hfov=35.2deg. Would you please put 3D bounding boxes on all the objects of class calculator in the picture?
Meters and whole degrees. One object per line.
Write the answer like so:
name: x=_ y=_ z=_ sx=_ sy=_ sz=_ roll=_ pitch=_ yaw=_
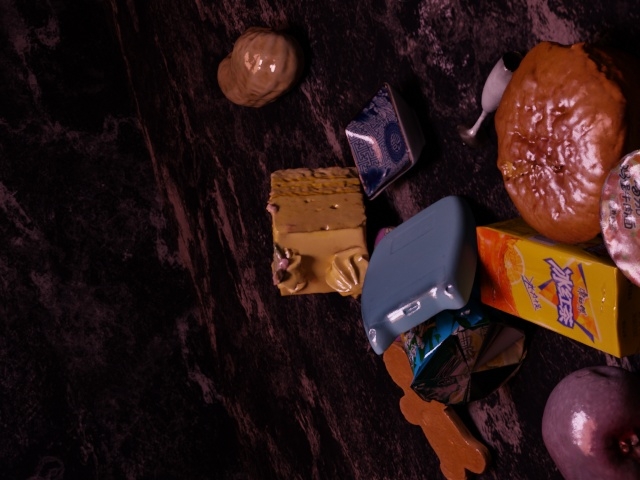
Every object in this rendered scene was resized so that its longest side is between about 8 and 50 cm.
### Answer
calculator: x=0.183 y=0.043 z=1.901 sx=0.054 sy=0.256 sz=0.386 roll=48 pitch=-155 yaw=-19

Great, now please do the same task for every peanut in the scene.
peanut: x=-0.164 y=-0.442 z=2.574 sx=0.387 sy=0.169 sz=0.192 roll=168 pitch=96 yaw=-66

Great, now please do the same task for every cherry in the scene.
cherry: x=0.451 y=0.304 z=1.592 sx=0.266 sy=0.183 sz=0.213 roll=-1 pitch=93 yaw=62

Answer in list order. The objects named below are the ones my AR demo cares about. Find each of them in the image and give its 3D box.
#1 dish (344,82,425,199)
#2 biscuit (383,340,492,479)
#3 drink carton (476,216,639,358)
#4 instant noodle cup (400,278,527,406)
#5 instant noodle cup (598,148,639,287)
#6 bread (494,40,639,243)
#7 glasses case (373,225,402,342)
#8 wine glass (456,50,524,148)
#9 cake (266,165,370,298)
dish: x=0.148 y=-0.209 z=2.123 sx=0.243 sy=0.080 sz=0.182 roll=139 pitch=116 yaw=-64
biscuit: x=0.246 y=0.357 z=2.156 sx=0.340 sy=0.047 sz=0.216 roll=56 pitch=150 yaw=13
drink carton: x=0.407 y=0.068 z=1.668 sx=0.351 sy=0.111 sz=0.155 roll=22 pitch=121 yaw=60
instant noodle cup: x=0.254 y=0.178 z=1.929 sx=0.178 sy=0.240 sz=0.240 roll=-117 pitch=27 yaw=-43
instant noodle cup: x=0.499 y=-0.041 z=1.355 sx=0.205 sy=0.153 sz=0.205 roll=35 pitch=133 yaw=48
bread: x=0.392 y=-0.150 z=1.534 sx=0.312 sy=0.172 sz=0.312 roll=173 pitch=90 yaw=-65
glasses case: x=0.178 y=0.125 z=2.220 sx=0.123 sy=0.075 sz=0.316 roll=-3 pitch=98 yaw=65
wine glass: x=0.308 y=-0.248 z=1.789 sx=0.066 sy=0.066 sz=0.198 roll=65 pitch=151 yaw=26
cake: x=0.000 y=0.000 z=2.276 sx=0.286 sy=0.227 sz=0.222 roll=-95 pitch=0 yaw=-50
